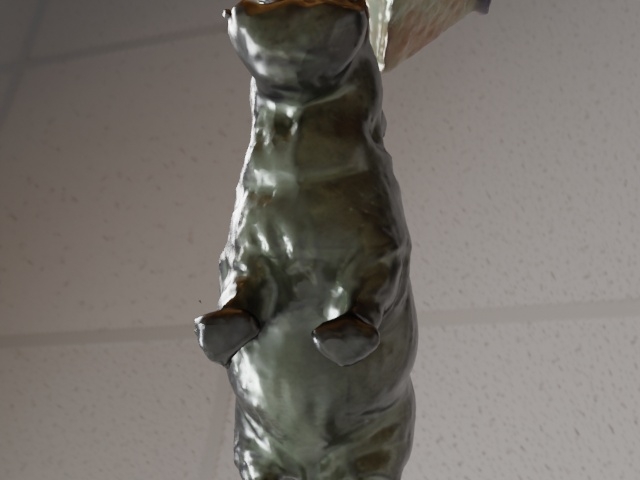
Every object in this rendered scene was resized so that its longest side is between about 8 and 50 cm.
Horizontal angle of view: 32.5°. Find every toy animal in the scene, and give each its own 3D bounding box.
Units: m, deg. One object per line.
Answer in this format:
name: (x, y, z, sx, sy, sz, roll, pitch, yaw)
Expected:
toy animal: (-0.002, 0.000, 0.564, 0.106, 0.343, 0.168, 2, -163, 8)

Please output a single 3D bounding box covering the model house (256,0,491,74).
model house: (0.067, -0.382, 1.223, 0.312, 0.245, 0.280, 38, -122, 25)
